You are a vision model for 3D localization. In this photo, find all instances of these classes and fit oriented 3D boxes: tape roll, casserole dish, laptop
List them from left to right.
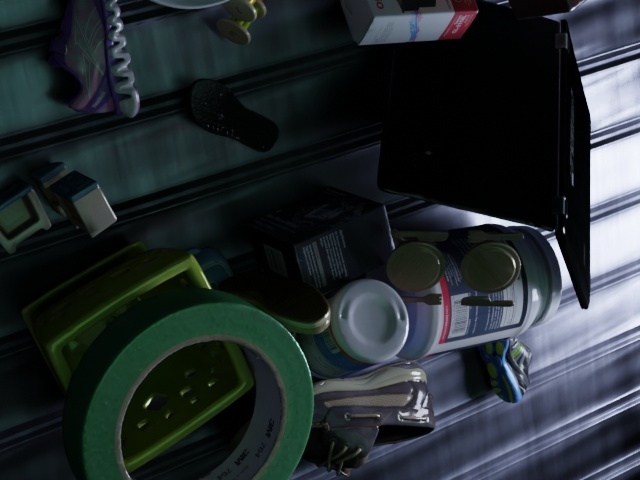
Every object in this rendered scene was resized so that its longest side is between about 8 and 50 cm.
[{"bbox_3d":[-0.163,0.224,1.524,0.321,0.077,0.321,-8,106,-30],"label":"tape roll"},{"bbox_3d":[-0.161,0.100,1.762,0.114,0.037,0.188,-31,118,-20],"label":"casserole dish"},{"bbox_3d":[0.273,-0.145,1.848,0.408,0.236,0.382,56,36,-54],"label":"laptop"}]

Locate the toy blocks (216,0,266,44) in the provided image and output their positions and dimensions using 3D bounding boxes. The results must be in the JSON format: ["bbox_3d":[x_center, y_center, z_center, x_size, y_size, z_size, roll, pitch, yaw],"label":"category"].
[{"bbox_3d":[-0.083,-0.357,1.646,0.054,0.123,0.148,29,70,-1],"label":"toy blocks"}]

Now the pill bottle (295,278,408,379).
[{"bbox_3d":[0.029,0.138,1.766,0.124,0.221,0.124,7,73,-23],"label":"pill bottle"}]

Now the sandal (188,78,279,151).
[{"bbox_3d":[-0.131,-0.177,1.708,0.179,0.040,0.067,29,93,-48],"label":"sandal"}]

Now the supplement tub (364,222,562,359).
[{"bbox_3d":[0.224,0.075,1.892,0.272,0.191,0.191,-9,107,-29],"label":"supplement tub"}]

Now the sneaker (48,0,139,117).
[{"bbox_3d":[-0.306,-0.267,1.549,0.105,0.095,0.236,-12,107,-9],"label":"sneaker"}]

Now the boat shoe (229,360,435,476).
[{"bbox_3d":[0.035,0.289,1.846,0.355,0.130,0.132,-15,153,-27],"label":"boat shoe"}]

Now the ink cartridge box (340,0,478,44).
[{"bbox_3d":[0.123,-0.359,1.741,0.175,0.072,0.127,-8,68,-24],"label":"ink cartridge box"}]

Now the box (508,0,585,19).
[{"bbox_3d":[0.312,-0.539,1.748,0.191,0.143,0.381,-37,109,-23],"label":"box"}]

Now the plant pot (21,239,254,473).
[{"bbox_3d":[-0.259,0.139,1.611,0.228,0.207,0.227,-32,117,-19],"label":"plant pot"}]

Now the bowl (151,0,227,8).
[{"bbox_3d":[-0.191,-0.452,1.535,0.298,0.134,0.298,-8,107,-28],"label":"bowl"}]

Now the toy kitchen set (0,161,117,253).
[{"bbox_3d":[-0.393,-0.031,1.508,0.207,0.166,0.122,-38,119,-17],"label":"toy kitchen set"}]

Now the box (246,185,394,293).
[{"bbox_3d":[0.000,0.000,1.759,0.158,0.156,0.093,-24,113,-24],"label":"box"}]

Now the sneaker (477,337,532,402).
[{"bbox_3d":[0.321,0.189,2.067,0.078,0.067,0.188,-38,120,-41],"label":"sneaker"}]

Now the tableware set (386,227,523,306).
[{"bbox_3d":[0.191,0.031,1.728,0.194,0.039,0.128,1,121,-2],"label":"tableware set"}]

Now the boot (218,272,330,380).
[{"bbox_3d":[-0.050,0.141,1.693,0.077,0.213,0.165,-31,119,-34],"label":"boot"}]
